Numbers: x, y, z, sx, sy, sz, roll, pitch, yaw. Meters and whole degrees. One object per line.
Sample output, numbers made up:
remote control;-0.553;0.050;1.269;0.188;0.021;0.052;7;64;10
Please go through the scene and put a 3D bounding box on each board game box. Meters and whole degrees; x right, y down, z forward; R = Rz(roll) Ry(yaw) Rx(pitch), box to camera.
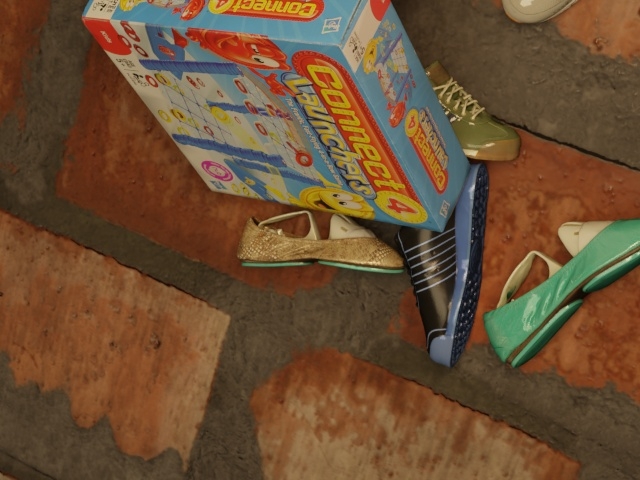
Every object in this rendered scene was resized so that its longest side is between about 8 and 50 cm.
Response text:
board game box;-0.037;-0.146;1.353;0.302;0.086;0.308;11;153;32

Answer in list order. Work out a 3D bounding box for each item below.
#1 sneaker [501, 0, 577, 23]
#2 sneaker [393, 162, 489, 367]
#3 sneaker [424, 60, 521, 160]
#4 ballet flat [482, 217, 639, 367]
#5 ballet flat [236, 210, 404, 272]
sneaker;0.251;-0.322;1.299;0.099;0.121;0.262;38;115;10
sneaker;0.126;0.021;1.473;0.090;0.081;0.232;10;101;23
sneaker;0.124;-0.146;1.430;0.192;0.064;0.086;16;115;21
ballet flat;0.262;0.032;1.418;0.247;0.083;0.087;-44;72;24
ballet flat;0.000;0.000;1.524;0.206;0.073;0.067;2;91;18
